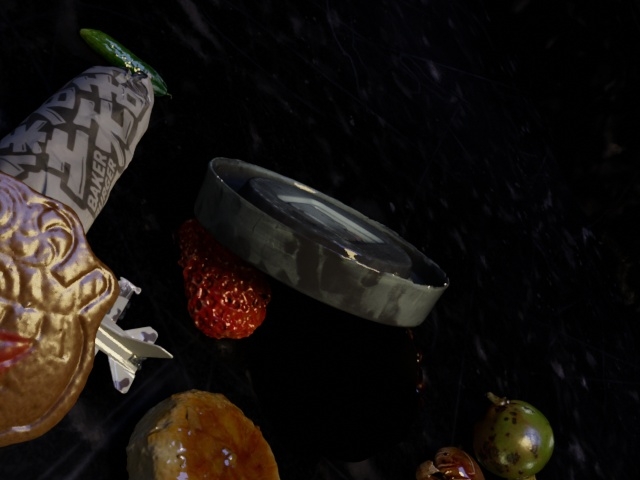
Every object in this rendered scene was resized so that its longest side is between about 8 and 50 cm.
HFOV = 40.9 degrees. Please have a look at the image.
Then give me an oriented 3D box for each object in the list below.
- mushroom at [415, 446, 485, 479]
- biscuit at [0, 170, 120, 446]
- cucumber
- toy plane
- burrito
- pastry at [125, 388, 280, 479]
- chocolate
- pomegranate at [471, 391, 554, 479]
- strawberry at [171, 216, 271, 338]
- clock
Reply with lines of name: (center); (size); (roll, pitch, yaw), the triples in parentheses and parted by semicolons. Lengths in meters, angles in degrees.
mushroom: (0.221, 0.399, 1.409); (0.170, 0.080, 0.135); (38, 28, -37)
biscuit: (-0.332, 0.060, 0.814); (0.273, 0.049, 0.257); (35, 74, -27)
cucumber: (-0.284, -0.259, 1.271); (0.168, 0.039, 0.039); (37, 38, -29)
toy plane: (-0.280, 0.085, 0.975); (0.234, 0.082, 0.160); (34, 48, -12)
burrito: (-0.299, -0.120, 1.048); (0.139, 0.101, 0.445); (23, 35, -7)
pastry: (-0.131, 0.269, 0.994); (0.192, 0.093, 0.182); (48, 28, -18)
chocolate: (0.050, 0.197, 1.256); (0.206, 0.224, 0.177); (61, 9, 2)
pomegranate: (0.342, 0.392, 1.550); (0.156, 0.156, 0.220); (12, 86, -50)
strawberry: (-0.137, 0.047, 1.192); (0.121, 0.082, 0.188); (-16, 81, -55)
clock: (0.000, 0.000, 1.234); (0.386, 0.076, 0.386); (26, 11, -5)
